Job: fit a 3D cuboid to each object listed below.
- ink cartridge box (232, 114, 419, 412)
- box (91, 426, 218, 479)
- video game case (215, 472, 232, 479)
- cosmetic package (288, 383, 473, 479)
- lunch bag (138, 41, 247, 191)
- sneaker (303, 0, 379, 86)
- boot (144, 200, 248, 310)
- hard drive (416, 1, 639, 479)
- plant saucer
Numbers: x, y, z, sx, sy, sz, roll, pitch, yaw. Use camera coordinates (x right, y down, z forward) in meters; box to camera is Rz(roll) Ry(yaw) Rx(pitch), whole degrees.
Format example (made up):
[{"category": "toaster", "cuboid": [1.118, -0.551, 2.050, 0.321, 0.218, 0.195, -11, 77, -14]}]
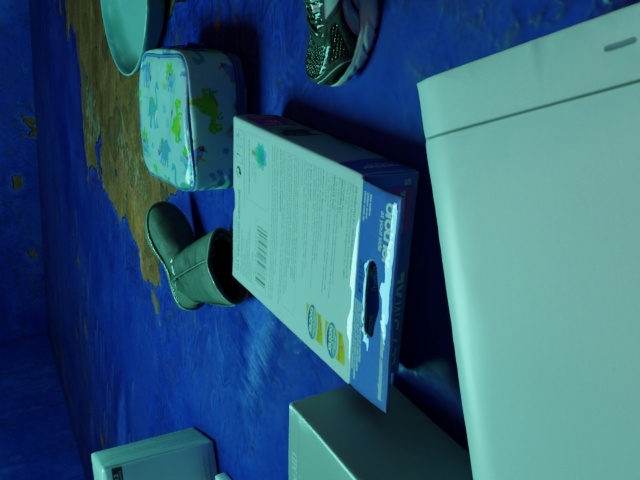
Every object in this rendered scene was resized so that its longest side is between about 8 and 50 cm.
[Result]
[{"category": "ink cartridge box", "cuboid": [0.000, 0.000, 0.635, 0.311, 0.065, 0.185, 36, 128, 56]}, {"category": "box", "cuboid": [-0.265, 0.423, 1.117, 0.119, 0.182, 0.181, -5, 93, 64]}, {"category": "video game case", "cuboid": [-0.112, 0.469, 1.014, 0.173, 0.022, 0.190, 16, 112, 60]}, {"category": "cosmetic package", "cuboid": [0.069, 0.221, 0.525, 0.238, 0.107, 0.127, 30, 126, 52]}, {"category": "lunch bag", "cuboid": [-0.165, -0.160, 0.868, 0.219, 0.090, 0.176, 25, 120, 58]}, {"category": "sneaker", "cuboid": [0.005, -0.212, 0.552, 0.072, 0.077, 0.178, 55, 143, 42]}, {"category": "boot", "cuboid": [-0.177, 0.013, 0.956, 0.189, 0.076, 0.208, 65, 158, 1]}, {"category": "hard drive", "cuboid": [0.167, 0.072, 0.308, 0.233, 0.047, 0.353, -8, 90, 47]}, {"category": "plant saucer", "cuboid": [-0.307, -0.431, 1.111, 0.317, 0.044, 0.317, 27, 122, 57]}]
